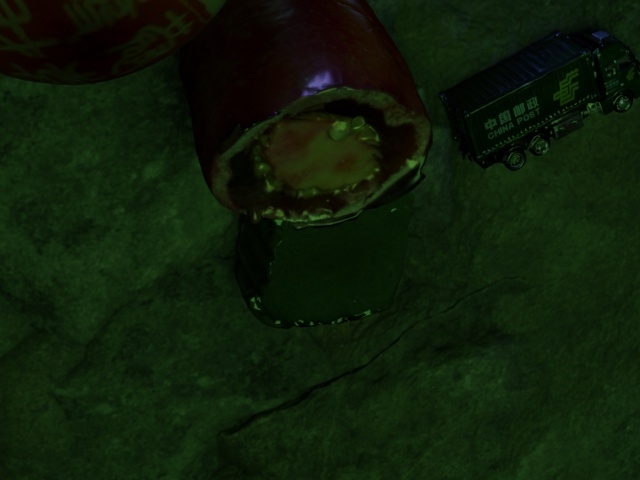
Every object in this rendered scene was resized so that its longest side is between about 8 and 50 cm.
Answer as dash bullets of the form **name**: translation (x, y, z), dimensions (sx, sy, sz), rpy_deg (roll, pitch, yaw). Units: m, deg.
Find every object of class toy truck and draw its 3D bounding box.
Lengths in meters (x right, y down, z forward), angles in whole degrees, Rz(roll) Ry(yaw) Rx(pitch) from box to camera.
- **toy truck**: translation (0.301, -0.192, 1.725), dimensions (0.259, 0.088, 0.121), rpy_deg (-28, 124, -7)

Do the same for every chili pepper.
- **chili pepper**: translation (-0.035, -0.177, 1.479), dimensions (0.251, 0.305, 0.229), rpy_deg (-35, 134, 12)

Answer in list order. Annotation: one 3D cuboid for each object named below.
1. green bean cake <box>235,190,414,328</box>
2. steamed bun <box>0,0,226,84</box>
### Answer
- **green bean cake**: translation (0.000, 0.000, 1.670), dimensions (0.222, 0.125, 0.227), rpy_deg (-8, 121, -23)
- **steamed bun**: translation (-0.240, -0.285, 1.251), dimensions (0.374, 0.241, 0.374), rpy_deg (-10, 163, -3)
